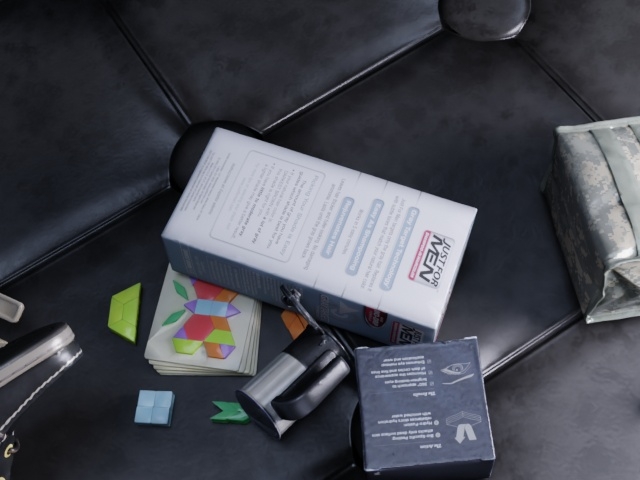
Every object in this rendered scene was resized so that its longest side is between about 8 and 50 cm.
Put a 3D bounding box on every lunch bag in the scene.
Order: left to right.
[{"bbox_3d":[0.462,-0.038,1.237,0.286,0.169,0.235,-7,56,-3],"label":"lunch bag"}]

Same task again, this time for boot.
[{"bbox_3d":[-0.365,0.304,1.092,0.377,0.138,0.284,-42,102,-12],"label":"boot"}]

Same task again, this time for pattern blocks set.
[{"bbox_3d":[-0.152,0.097,1.311,0.285,0.026,0.325,-7,63,2],"label":"pattern blocks set"}]

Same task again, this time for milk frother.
[{"bbox_3d":[-0.047,0.150,1.194,0.134,0.129,0.143,-41,88,-24],"label":"milk frother"}]

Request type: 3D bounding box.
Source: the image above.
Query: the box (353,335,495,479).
[{"bbox_3d":[0.126,0.214,1.183,0.155,0.093,0.158,-5,62,3],"label":"box"}]

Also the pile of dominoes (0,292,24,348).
[{"bbox_3d":[-0.527,0.143,1.318,0.251,0.040,0.196,20,84,18],"label":"pile of dominoes"}]

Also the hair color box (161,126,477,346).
[{"bbox_3d":[0.000,0.000,1.277,0.374,0.114,0.185,18,64,10],"label":"hair color box"}]
